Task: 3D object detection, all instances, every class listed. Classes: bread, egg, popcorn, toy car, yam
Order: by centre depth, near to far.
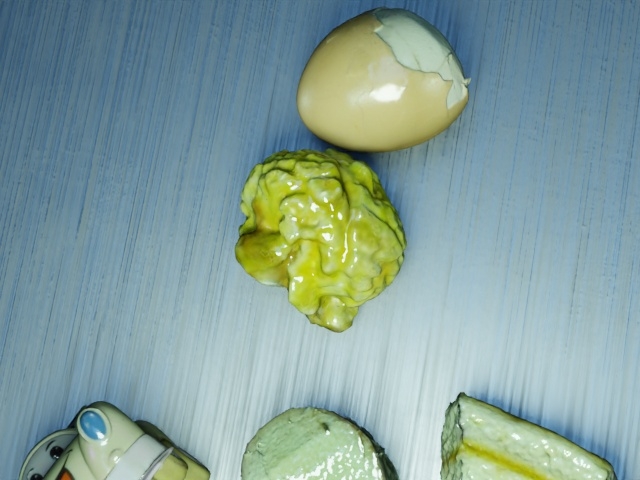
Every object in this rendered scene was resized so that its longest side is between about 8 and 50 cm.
[{"bbox_3d":[0.283,0.403,1.735,0.264,0.239,0.395,3,76,3],"label":"bread"},{"bbox_3d":[-0.305,0.322,1.753,0.226,0.336,0.242,34,84,13],"label":"toy car"},{"bbox_3d":[-0.006,0.325,1.760,0.201,0.271,0.202,42,81,12],"label":"yam"},{"bbox_3d":[0.000,0.000,1.864,0.237,0.206,0.251,7,96,-9],"label":"popcorn"},{"bbox_3d":[0.083,-0.220,1.900,0.244,0.201,0.201,-22,77,13],"label":"egg"}]
